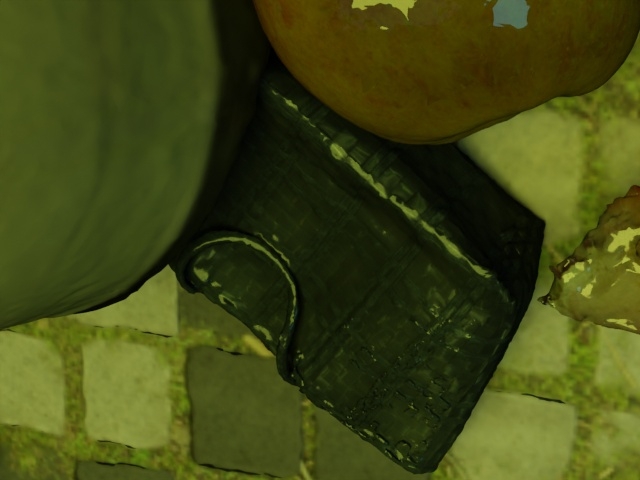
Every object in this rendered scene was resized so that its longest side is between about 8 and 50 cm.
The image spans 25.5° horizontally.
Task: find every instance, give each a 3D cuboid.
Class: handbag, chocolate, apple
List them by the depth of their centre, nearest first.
[{"bbox_3d":[0.062,-0.124,0.668,0.182,0.182,0.155,-20,102,26],"label":"apple"},{"bbox_3d":[-0.227,-0.103,0.682,0.314,0.297,0.326,-10,87,34],"label":"chocolate"},{"bbox_3d":[0.000,0.000,0.788,0.270,0.089,0.175,42,124,5],"label":"handbag"}]

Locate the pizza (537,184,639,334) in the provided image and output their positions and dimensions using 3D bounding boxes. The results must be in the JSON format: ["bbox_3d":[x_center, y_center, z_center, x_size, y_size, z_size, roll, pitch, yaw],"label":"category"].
[{"bbox_3d":[0.231,-0.013,0.700,0.147,0.069,0.226,36,121,-16],"label":"pizza"}]
